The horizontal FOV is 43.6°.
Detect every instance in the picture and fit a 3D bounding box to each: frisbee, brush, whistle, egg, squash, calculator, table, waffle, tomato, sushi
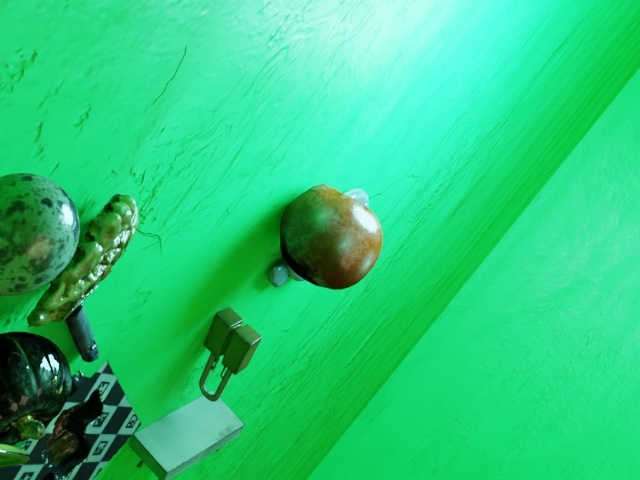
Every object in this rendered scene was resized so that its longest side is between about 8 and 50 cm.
[{"bbox_3d":[-0.522,0.295,1.097,0.236,0.017,0.236,-2,160,-1],"label":"frisbee"},{"bbox_3d":[-0.209,0.259,1.713,0.047,0.103,0.233,-28,151,-50],"label":"brush"},{"bbox_3d":[-0.384,0.147,1.288,0.033,0.033,0.176,-38,156,-26],"label":"whistle"},{"bbox_3d":[-0.363,-0.003,0.956,0.172,0.132,0.132,-48,161,30],"label":"egg"},{"bbox_3d":[-0.444,0.212,1.125,0.193,0.156,0.193,-18,177,-1],"label":"squash"},{"bbox_3d":[0.000,0.000,1.758,0.299,0.041,0.185,-43,157,-19],"label":"calculator"},{"bbox_3d":[-0.309,0.462,1.822,0.240,0.121,0.111,-22,146,-47],"label":"table"},{"bbox_3d":[-0.312,0.027,1.098,0.204,0.054,0.223,-57,-172,-2],"label":"waffle"},{"bbox_3d":[0.016,-0.002,1.568,0.184,0.208,0.208,-60,158,0],"label":"tomato"},{"bbox_3d":[-0.451,0.358,1.368,0.294,0.059,0.292,-48,156,-29],"label":"sushi"}]
